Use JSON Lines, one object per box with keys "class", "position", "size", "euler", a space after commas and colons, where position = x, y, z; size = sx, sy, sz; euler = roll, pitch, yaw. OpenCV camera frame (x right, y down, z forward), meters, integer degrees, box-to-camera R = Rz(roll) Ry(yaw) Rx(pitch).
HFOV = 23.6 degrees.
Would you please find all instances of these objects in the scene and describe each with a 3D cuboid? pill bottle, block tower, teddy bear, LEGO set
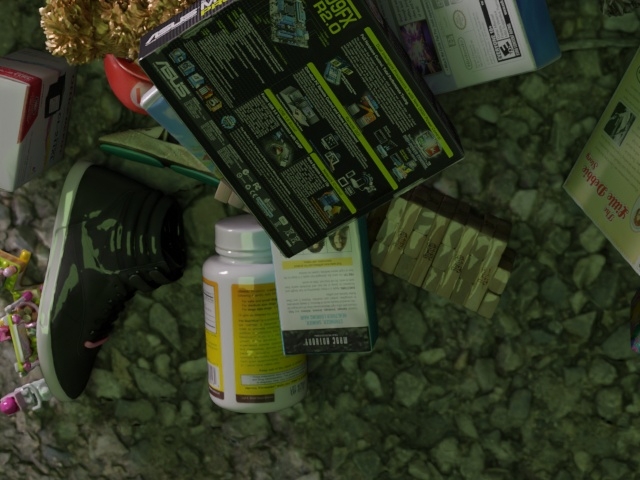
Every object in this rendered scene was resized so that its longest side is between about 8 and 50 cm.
{"class": "pill bottle", "position": [-0.075, 0.082, 1.765], "size": [0.117, 0.117, 0.215], "euler": [1, 105, 12]}
{"class": "block tower", "position": [0.058, -0.030, 1.722], "size": [0.335, 0.097, 0.091], "euler": [24, 108, 4]}
{"class": "teddy bear", "position": [-0.119, -0.243, 1.567], "size": [0.338, 0.113, 0.245], "euler": [23, 96, -11]}
{"class": "LEGO set", "position": [-0.401, 0.076, 1.839], "size": [0.132, 0.107, 0.287], "euler": [-31, 96, 17]}

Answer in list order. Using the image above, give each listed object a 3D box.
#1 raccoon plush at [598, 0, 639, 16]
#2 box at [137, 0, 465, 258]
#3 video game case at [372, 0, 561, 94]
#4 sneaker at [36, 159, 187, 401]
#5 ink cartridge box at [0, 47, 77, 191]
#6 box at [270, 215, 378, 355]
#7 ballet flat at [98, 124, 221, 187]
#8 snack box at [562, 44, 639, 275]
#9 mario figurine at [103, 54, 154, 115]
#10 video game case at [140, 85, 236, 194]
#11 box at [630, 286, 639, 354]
{"class": "raccoon plush", "position": [0.433, -0.297, 1.429], "size": [0.216, 0.446, 0.299], "euler": [12, 111, -26]}
{"class": "box", "position": [-0.016, -0.140, 1.509], "size": [0.216, 0.060, 0.270], "euler": [-31, 117, 13]}
{"class": "video game case", "position": [0.103, -0.288, 1.610], "size": [0.244, 0.061, 0.269], "euler": [-10, 103, 42]}
{"class": "sneaker", "position": [-0.241, 0.063, 1.801], "size": [0.147, 0.104, 0.295], "euler": [13, 102, 14]}
{"class": "ink cartridge box", "position": [-0.342, -0.140, 1.737], "size": [0.072, 0.175, 0.127], "euler": [14, 107, 6]}
{"class": "box", "position": [0.000, 0.000, 1.661], "size": [0.100, 0.060, 0.244], "euler": [-3, 104, 12]}
{"class": "ballet flat", "position": [-0.173, -0.106, 1.781], "size": [0.168, 0.057, 0.052], "euler": [18, 79, 4]}
{"class": "snack box", "position": [0.360, -0.062, 1.532], "size": [0.060, 0.322, 0.187], "euler": [20, 110, -21]}
{"class": "mario figurine", "position": [-0.149, -0.288, 1.655], "size": [0.198, 0.170, 0.320], "euler": [26, 103, 37]}
{"class": "video game case", "position": [-0.041, -0.143, 1.553], "size": [0.212, 0.023, 0.193], "euler": [-39, 114, 18]}
{"class": "box", "position": [0.517, 0.035, 1.595], "size": [0.279, 0.177, 0.290], "euler": [28, 108, 3]}
